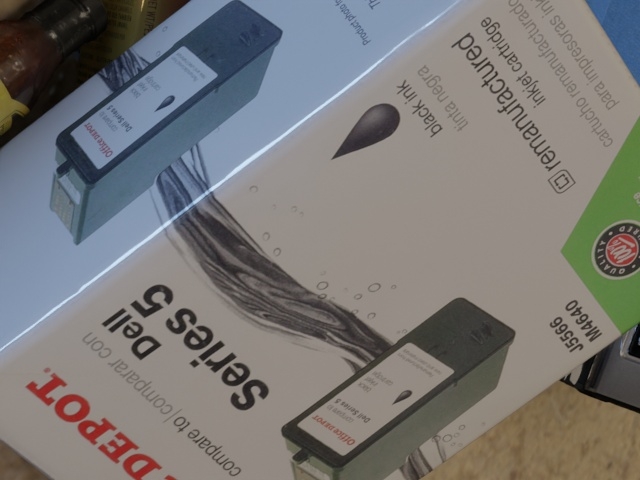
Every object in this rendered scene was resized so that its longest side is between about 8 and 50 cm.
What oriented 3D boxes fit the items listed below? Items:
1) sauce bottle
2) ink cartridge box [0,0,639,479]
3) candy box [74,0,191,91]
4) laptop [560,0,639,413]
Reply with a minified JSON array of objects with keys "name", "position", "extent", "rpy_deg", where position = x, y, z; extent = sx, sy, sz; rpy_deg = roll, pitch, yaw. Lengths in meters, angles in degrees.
[{"name":"sauce bottle","position":[-0.136,-0.059,0.739],"extent":[0.128,0.042,0.042],"rpy_deg":[-41,128,-26]},{"name":"ink cartridge box","position":[0.000,0.000,0.757],"extent":[0.273,0.115,0.198],"rpy_deg":[-37,131,6]},{"name":"candy box","position":[-0.035,-0.140,0.797],"extent":[0.109,0.053,0.187],"rpy_deg":[5,100,-33]},{"name":"laptop","position":[0.221,-0.102,0.898],"extent":[0.382,0.408,0.236],"rpy_deg":[-68,157,-5]}]
